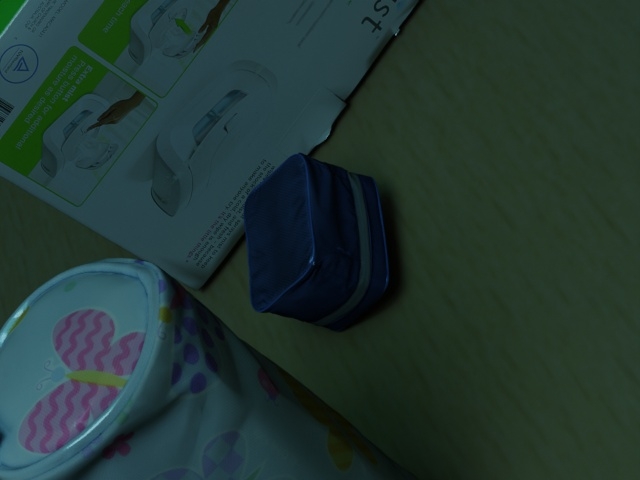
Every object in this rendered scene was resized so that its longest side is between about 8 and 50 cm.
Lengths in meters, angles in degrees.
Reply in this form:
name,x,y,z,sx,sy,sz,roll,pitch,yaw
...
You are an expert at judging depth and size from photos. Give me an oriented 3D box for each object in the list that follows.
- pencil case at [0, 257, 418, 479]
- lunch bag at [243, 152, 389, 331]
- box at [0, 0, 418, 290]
name,x,y,z,sx,sy,sz,roll,pitch,yaw
pencil case,-0.041,0.120,0.788,0.124,0.273,0.113,-39,39,8
lunch bag,0.000,0.000,0.970,0.067,0.065,0.098,-38,45,41
box,-0.096,-0.138,1.014,0.262,0.231,0.127,-54,43,4
